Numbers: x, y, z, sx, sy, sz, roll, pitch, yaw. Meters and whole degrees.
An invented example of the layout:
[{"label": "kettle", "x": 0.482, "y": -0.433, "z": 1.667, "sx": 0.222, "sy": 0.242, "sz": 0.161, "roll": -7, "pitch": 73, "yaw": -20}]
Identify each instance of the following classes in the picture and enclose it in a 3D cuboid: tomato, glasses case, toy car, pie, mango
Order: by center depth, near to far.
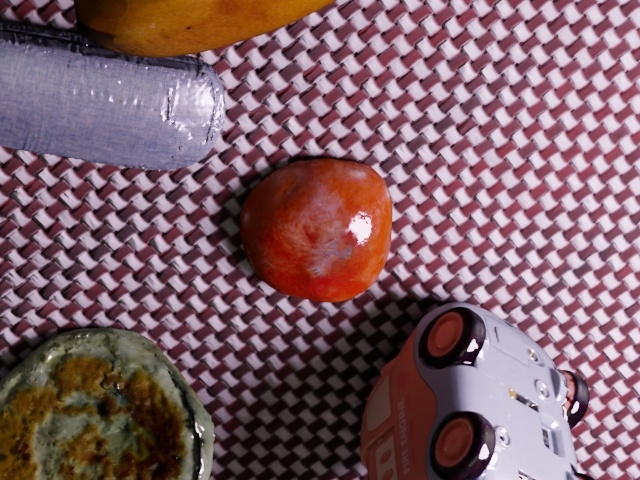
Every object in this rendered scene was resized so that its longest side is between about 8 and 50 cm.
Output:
[{"label": "mango", "x": -0.075, "y": -0.251, "z": 1.489, "sx": 0.287, "sy": 0.153, "sz": 0.201, "roll": -17, "pitch": 156, "yaw": 11}, {"label": "glasses case", "x": -0.220, "y": -0.126, "z": 1.586, "sx": 0.282, "sy": 0.067, "sz": 0.109, "roll": 7, "pitch": 122, "yaw": -18}, {"label": "tomato", "x": 0.000, "y": 0.000, "z": 1.710, "sx": 0.155, "sy": 0.069, "sz": 0.156, "roll": -5, "pitch": 122, "yaw": -8}, {"label": "pie", "x": -0.218, "y": 0.197, "z": 1.742, "sx": 0.240, "sy": 0.054, "sz": 0.241, "roll": -1, "pitch": 85, "yaw": 7}, {"label": "toy car", "x": 0.134, "y": 0.208, "z": 1.772, "sx": 0.180, "sy": 0.270, "sz": 0.212, "roll": 31, "pitch": 130, "yaw": -32}]
